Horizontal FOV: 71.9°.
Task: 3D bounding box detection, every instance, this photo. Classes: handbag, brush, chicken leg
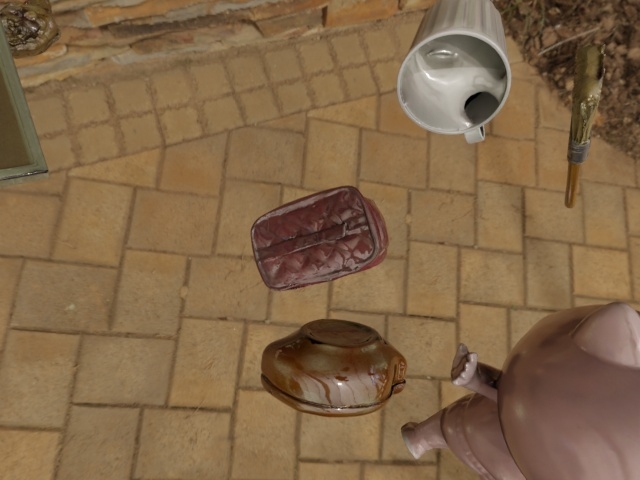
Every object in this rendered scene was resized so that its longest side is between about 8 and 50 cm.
[{"bbox_3d":[0.000,0.000,0.753,0.225,0.135,0.146,-16,83,14],"label":"handbag"},{"bbox_3d":[0.172,-0.059,0.295,0.015,0.170,0.043,7,74,29],"label":"brush"},{"bbox_3d":[-0.432,-0.326,0.659,0.085,0.069,0.197,-34,42,11],"label":"chicken leg"}]

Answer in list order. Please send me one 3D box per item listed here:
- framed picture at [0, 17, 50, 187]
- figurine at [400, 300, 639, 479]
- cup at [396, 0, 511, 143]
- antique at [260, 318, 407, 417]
[{"bbox_3d":[-0.444,-0.123,0.367,0.335,0.022,0.247,-18,73,-28],"label":"framed picture"},{"bbox_3d":[0.195,0.144,0.369,0.186,0.287,0.176,-28,65,-31],"label":"figurine"},{"bbox_3d":[0.224,-0.284,0.753,0.167,0.221,0.201,12,49,9],"label":"cup"},{"bbox_3d":[0.031,0.230,0.828,0.279,0.223,0.128,4,99,-23],"label":"antique"}]
